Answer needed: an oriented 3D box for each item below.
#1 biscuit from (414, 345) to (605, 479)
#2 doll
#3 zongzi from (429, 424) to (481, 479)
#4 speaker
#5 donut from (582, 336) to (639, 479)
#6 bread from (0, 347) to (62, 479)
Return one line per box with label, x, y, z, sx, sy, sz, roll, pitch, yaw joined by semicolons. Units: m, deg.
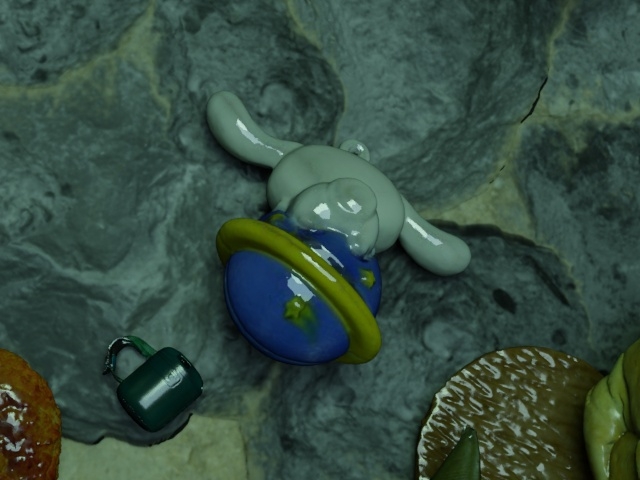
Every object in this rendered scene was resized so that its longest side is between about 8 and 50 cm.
biscuit;0.218;0.237;1.203;0.262;0.037;0.262;2;79;-12
doll;-0.019;-0.019;1.135;0.311;0.159;0.242;43;74;2
zongzi;0.041;0.317;1.087;0.251;0.125;0.274;-2;90;-15
speaker;-0.166;0.135;1.132;0.075;0.060;0.094;-40;55;-17
donut;0.432;0.230;1.174;0.360;0.170;0.360;5;77;-24
bread;-0.317;0.231;1.052;0.139;0.095;0.268;19;80;-1
